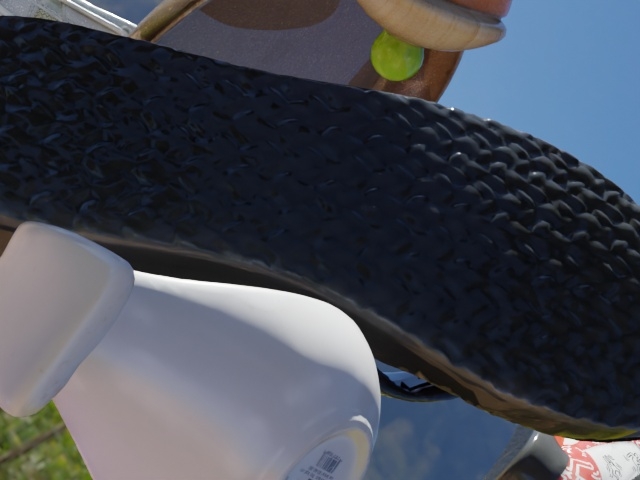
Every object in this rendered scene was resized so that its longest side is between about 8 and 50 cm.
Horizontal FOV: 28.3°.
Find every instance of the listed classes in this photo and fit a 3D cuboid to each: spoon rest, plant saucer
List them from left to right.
[{"bbox_3d":[-0.052,0.061,0.498,0.084,0.137,0.276,34,-8,30],"label":"spoon rest"},{"bbox_3d":[-0.038,-0.094,0.846,0.050,0.311,0.310,56,-8,25],"label":"plant saucer"}]

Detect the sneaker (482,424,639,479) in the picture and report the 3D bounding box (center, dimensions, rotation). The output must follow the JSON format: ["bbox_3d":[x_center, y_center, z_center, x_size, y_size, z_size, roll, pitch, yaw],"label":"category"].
[{"bbox_3d":[0.215,0.171,0.928,0.145,0.090,0.270,43,30,7],"label":"sneaker"}]

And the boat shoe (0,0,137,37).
[{"bbox_3d":[-0.178,-0.155,1.024,0.320,0.103,0.118,31,-15,2],"label":"boat shoe"}]

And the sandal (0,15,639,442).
[{"bbox_3d":[-0.001,-0.002,0.690,0.446,0.167,0.107,19,-32,-3],"label":"sandal"}]

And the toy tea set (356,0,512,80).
[{"bbox_3d":[-0.082,-0.152,0.485,0.336,0.124,0.200,34,21,24],"label":"toy tea set"}]
